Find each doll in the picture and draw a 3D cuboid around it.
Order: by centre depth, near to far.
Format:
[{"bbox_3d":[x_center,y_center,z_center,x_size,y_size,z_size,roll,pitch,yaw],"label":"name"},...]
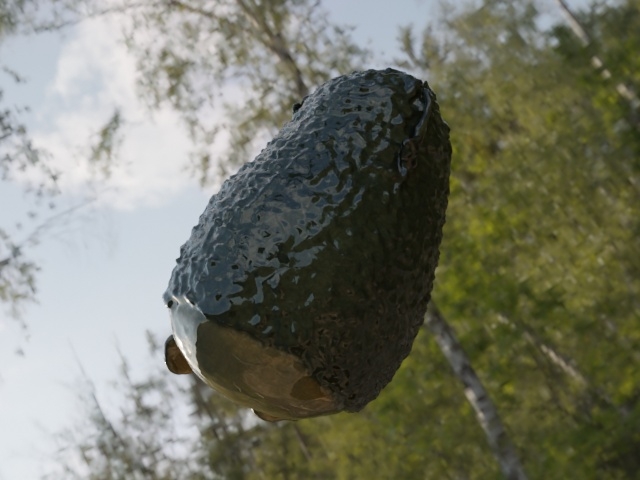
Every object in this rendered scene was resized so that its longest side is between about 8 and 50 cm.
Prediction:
[{"bbox_3d":[0.000,0.000,1.027,0.349,0.247,0.247,-64,-21,-14],"label":"doll"}]
